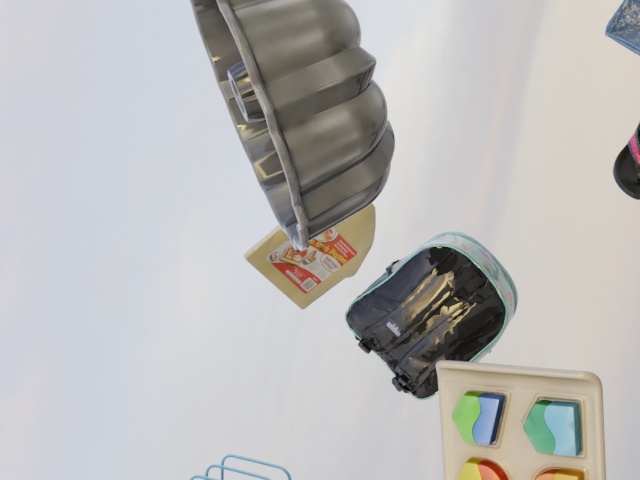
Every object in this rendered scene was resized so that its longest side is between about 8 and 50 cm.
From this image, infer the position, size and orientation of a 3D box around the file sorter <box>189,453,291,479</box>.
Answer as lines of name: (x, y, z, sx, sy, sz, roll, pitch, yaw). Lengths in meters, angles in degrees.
file sorter: (-0.123, 0.355, 1.557, 0.170, 0.118, 0.104, -22, -63, -59)

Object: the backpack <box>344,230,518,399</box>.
backpack: (0.153, 0.084, 1.530, 0.188, 0.166, 0.144, -46, -9, 30)

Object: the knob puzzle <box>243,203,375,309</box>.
knob puzzle: (0.000, 0.000, 1.840, 0.213, 0.213, 0.030, 85, 161, -43)

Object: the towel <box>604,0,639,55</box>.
towel: (0.419, -0.257, 1.523, 0.067, 0.119, 0.029, -60, -10, 27)

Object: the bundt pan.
bundt pan: (-0.025, -0.162, 1.190, 0.331, 0.124, 0.331, 158, 90, -84)

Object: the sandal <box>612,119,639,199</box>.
sandal: (0.476, -0.135, 1.780, 0.179, 0.067, 0.040, -61, -4, -32)

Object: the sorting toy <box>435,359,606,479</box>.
sorting toy: (0.216, 0.236, 1.335, 0.038, 0.193, 0.208, -24, -69, -54)
